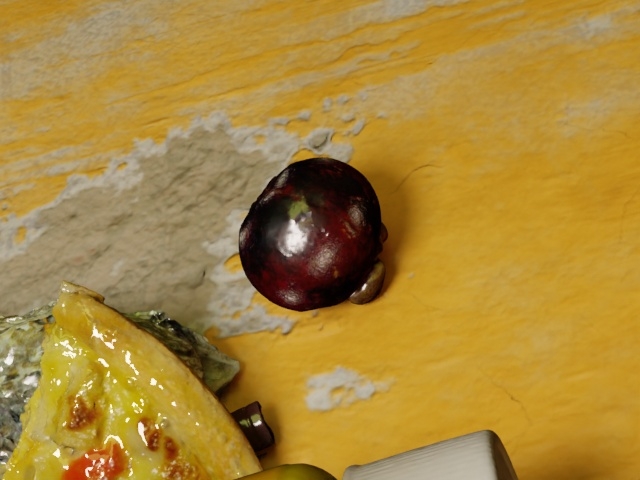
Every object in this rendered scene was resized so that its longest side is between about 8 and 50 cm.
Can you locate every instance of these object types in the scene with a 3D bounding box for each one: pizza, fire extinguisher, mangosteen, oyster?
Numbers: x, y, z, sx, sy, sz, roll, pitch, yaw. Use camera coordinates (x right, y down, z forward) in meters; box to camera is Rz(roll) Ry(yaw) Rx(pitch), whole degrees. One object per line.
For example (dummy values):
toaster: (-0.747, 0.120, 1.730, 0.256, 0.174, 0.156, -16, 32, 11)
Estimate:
pizza: (-0.197, 0.222, 1.427, 0.280, 0.075, 0.287, 40, 97, 1)
fire extinguisher: (-0.117, 0.203, 1.478, 0.157, 0.045, 0.078, -24, 67, 2)
mangosteen: (0.000, 0.000, 1.544, 0.152, 0.152, 0.152, -13, 47, 14)
oyster: (-0.251, 0.140, 1.538, 0.351, 0.162, 0.158, -9, 15, 6)

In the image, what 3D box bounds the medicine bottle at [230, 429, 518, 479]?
medicine bottle: (-0.025, 0.284, 1.235, 0.384, 0.224, 0.224, -18, 46, 10)
